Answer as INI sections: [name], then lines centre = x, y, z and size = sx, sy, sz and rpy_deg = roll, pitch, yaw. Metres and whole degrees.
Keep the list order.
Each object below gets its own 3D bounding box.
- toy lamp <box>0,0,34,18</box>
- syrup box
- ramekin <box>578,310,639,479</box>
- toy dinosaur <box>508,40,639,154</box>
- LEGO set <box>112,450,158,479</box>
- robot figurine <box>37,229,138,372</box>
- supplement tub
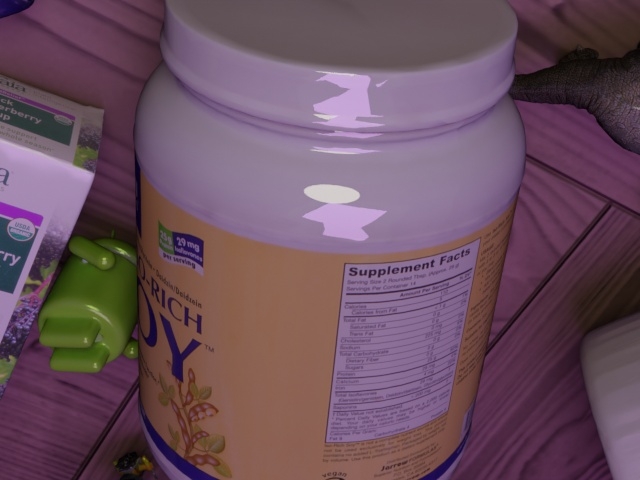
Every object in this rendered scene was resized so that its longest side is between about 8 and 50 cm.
[toy lamp]
centre = -0.135, -0.211, 0.652
size = 0.274, 0.080, 0.080
rpy_deg = -29, 122, 13
[syrup box]
centre = -0.238, 0.007, 0.773
size = 0.093, 0.096, 0.237
rpy_deg = 19, 120, -19
[ramekin]
centre = 0.304, 0.172, 0.855
size = 0.135, 0.277, 0.277
rpy_deg = -19, 124, 15
[toy dinosaur]
centre = 0.244, -0.088, 0.725
size = 0.313, 0.160, 0.121
rpy_deg = 28, 108, -10
[LEGO set]
centre = -0.025, 0.244, 0.928
size = 0.331, 0.192, 0.255
rpy_deg = -22, 115, 27
[robot figurine]
centre = -0.163, 0.044, 0.799
size = 0.067, 0.115, 0.101
rpy_deg = -2, 127, 15
[supplement tub]
centre = 0.000, 0.000, 0.713
size = 0.241, 0.241, 0.331
rpy_deg = 0, 123, -7
